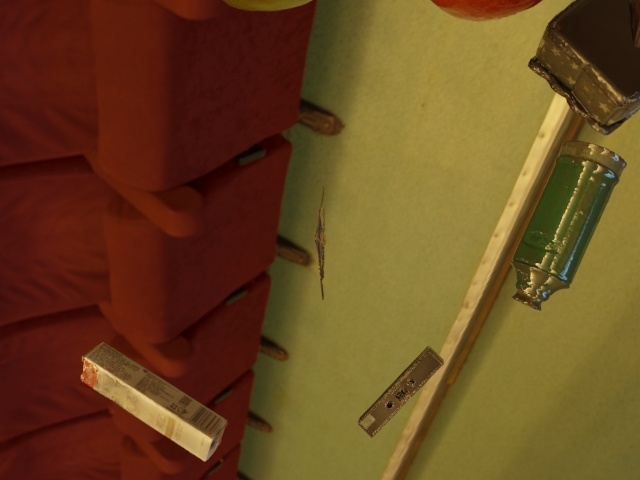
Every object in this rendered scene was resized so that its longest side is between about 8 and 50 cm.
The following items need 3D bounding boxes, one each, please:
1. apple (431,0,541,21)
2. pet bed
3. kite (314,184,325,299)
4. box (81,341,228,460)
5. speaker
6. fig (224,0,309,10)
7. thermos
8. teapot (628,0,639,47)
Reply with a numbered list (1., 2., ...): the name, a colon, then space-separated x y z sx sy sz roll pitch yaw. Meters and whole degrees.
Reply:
1. apple: 0.218 -0.391 0.824 0.201 0.218 0.218 -17 108 36
2. pet bed: 0.492 -0.312 1.158 0.211 0.183 0.159 49 168 12
3. kite: 0.000 0.000 1.048 0.010 0.159 0.190 0 85 8
4. box: -0.232 0.220 0.914 0.218 0.039 0.055 28 127 12
5. speaker: 0.147 0.277 1.216 0.040 0.046 0.191 44 95 8
6. fig: -0.057 -0.414 0.843 0.239 0.271 0.240 16 114 41
7. thermos: 0.268 -0.013 0.745 0.073 0.188 0.083 25 177 8
8. teapot: 0.420 -0.311 0.791 0.087 0.096 0.177 -5 77 17
